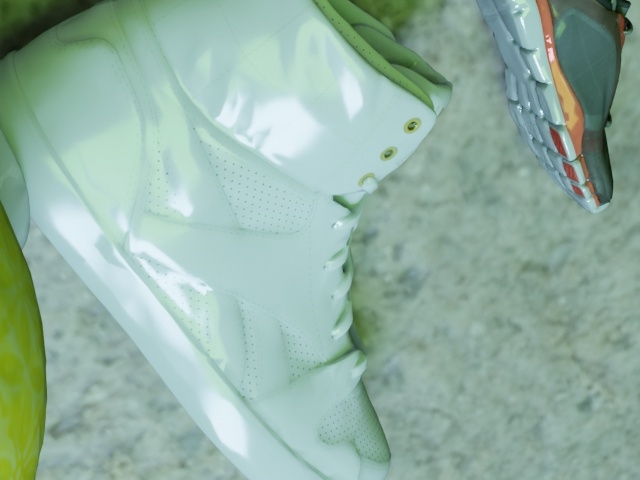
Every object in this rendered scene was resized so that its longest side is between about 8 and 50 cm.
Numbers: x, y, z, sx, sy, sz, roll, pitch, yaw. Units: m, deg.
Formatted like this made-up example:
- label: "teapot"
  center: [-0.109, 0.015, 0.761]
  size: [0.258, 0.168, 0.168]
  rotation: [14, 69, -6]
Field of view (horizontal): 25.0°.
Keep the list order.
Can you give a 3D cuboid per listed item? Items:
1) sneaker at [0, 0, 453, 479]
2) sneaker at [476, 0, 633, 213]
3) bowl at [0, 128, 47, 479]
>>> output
- label: "sneaker"
  center: [0.000, 0.000, 0.634]
  size: [0.169, 0.108, 0.292]
  rotation: [-31, 126, 6]
- label: "sneaker"
  center: [0.120, -0.081, 0.656]
  size: [0.065, 0.061, 0.158]
  rotation: [-30, 128, -7]
- label: "bowl"
  center: [-0.198, 0.007, 0.517]
  size: [0.156, 0.290, 0.289]
  rotation: [-49, 141, -42]
